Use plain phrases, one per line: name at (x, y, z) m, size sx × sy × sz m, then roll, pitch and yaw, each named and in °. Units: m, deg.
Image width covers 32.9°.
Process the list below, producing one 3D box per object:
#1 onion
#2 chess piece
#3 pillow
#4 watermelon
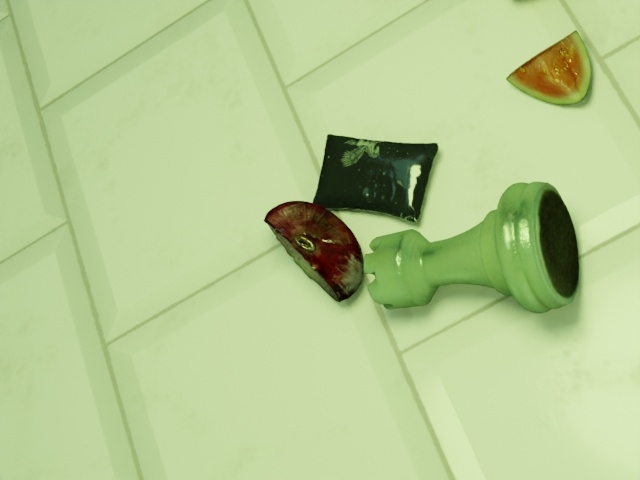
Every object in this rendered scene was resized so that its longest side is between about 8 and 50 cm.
onion at (0.000, 0.000, 1.783) m, size 0.098 × 0.151 × 0.206 m, roll -40°, pitch 74°, yaw -10°
chess piece at (0.221, 0.027, 1.646) m, size 0.299 × 0.194 × 0.194 m, roll -11°, pitch 66°, yaw 32°
pillow at (0.089, -0.109, 1.826) m, size 0.208 × 0.055 × 0.141 m, roll 10°, pitch 81°, yaw 29°
watermelon at (0.358, -0.273, 1.737) m, size 0.135 × 0.094 × 0.125 m, roll -10°, pitch 74°, yaw 27°
